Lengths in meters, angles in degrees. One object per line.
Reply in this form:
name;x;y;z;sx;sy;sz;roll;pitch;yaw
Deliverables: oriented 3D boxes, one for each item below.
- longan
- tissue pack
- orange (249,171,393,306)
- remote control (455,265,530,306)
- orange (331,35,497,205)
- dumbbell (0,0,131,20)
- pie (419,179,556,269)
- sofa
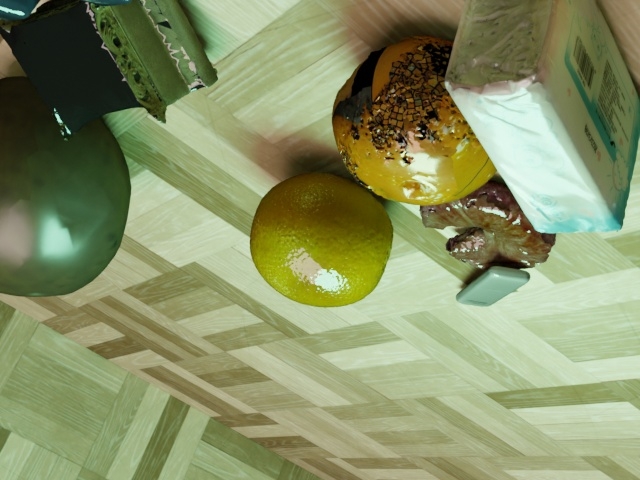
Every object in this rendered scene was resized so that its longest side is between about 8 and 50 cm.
longan;-0.508;-0.082;1.604;0.404;0.336;0.404;27;129;39
tissue pack;0.252;-0.153;1.009;0.124;0.201;0.271;-7;142;33
orange;0.000;0.000;1.484;0.236;0.236;0.236;18;154;9
remote control;0.287;0.077;1.559;0.067;0.029;0.261;9;166;-2
orange;0.128;-0.143;1.164;0.234;0.182;0.234;6;150;4
dumbbell;-0.333;-0.348;1.101;0.316;0.143;0.156;8;-178;45
pie;0.255;-0.021;1.423;0.219;0.054;0.204;37;151;-28
sofa;-0.286;-0.274;1.295;0.258;0.182;0.200;-3;127;41
